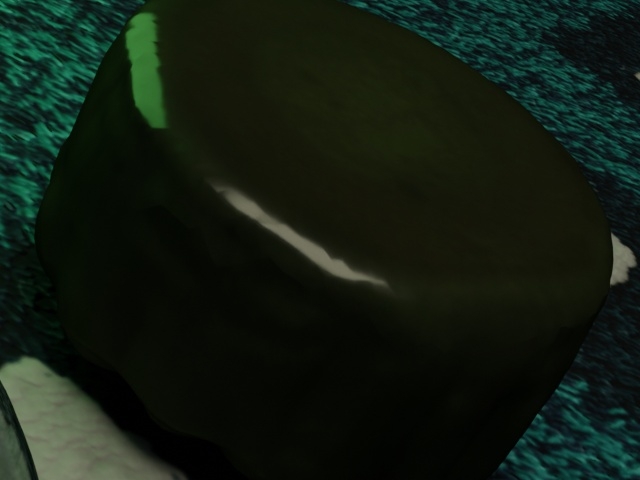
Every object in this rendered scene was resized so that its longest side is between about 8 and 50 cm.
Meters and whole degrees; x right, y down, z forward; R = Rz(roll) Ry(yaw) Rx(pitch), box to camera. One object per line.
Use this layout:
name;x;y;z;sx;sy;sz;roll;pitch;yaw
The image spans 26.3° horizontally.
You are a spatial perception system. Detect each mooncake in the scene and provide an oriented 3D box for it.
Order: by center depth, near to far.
mooncake;0.000;0.000;0.883;0.356;0.194;0.356;20;34;-14

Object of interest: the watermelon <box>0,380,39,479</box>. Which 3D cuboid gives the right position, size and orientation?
watermelon;-0.236;0.102;0.528;0.214;0.319;0.289;-33;30;-31
